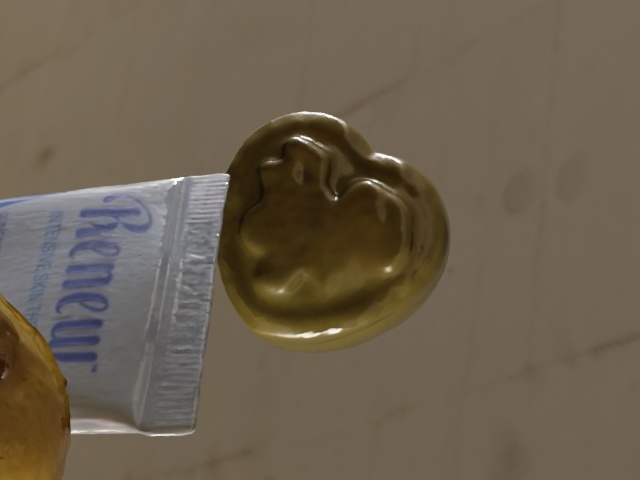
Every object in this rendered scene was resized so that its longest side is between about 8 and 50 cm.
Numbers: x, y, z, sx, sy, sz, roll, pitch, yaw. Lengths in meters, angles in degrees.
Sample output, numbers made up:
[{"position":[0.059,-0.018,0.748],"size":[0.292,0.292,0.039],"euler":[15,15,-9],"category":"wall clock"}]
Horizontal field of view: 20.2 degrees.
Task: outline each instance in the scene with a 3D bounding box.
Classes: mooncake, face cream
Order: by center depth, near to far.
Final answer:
[{"position":[-0.274,0.061,1.226],"size":[0.234,0.420,0.137],"euler":[-85,164,-46],"category":"face cream"},{"position":[0.000,0.000,1.759],"size":[0.117,0.235,0.234],"euler":[65,36,-76],"category":"mooncake"}]

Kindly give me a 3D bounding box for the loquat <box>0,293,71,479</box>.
[{"position":[-0.251,0.101,1.020],"size":[0.238,0.238,0.193],"euler":[-47,-152,42],"category":"loquat"}]
